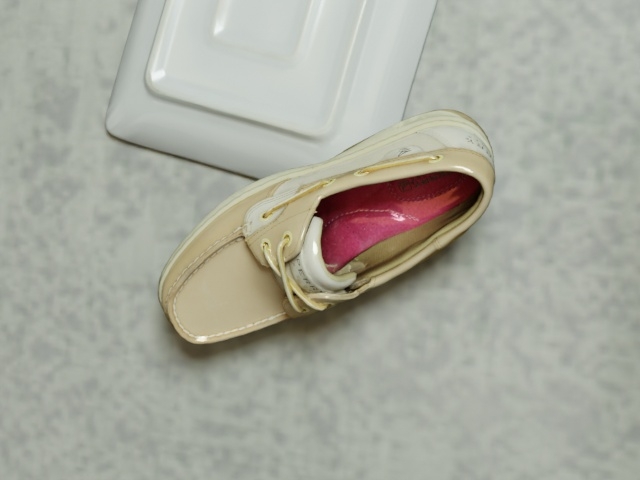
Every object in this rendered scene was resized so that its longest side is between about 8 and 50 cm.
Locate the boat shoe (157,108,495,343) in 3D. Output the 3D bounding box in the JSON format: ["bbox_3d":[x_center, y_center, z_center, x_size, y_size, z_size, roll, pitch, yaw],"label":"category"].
[{"bbox_3d":[0.000,0.000,0.533,0.170,0.059,0.063,-31,112,11],"label":"boat shoe"}]

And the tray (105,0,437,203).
[{"bbox_3d":[-0.007,-0.162,0.565,0.145,0.030,0.271,17,92,15],"label":"tray"}]
